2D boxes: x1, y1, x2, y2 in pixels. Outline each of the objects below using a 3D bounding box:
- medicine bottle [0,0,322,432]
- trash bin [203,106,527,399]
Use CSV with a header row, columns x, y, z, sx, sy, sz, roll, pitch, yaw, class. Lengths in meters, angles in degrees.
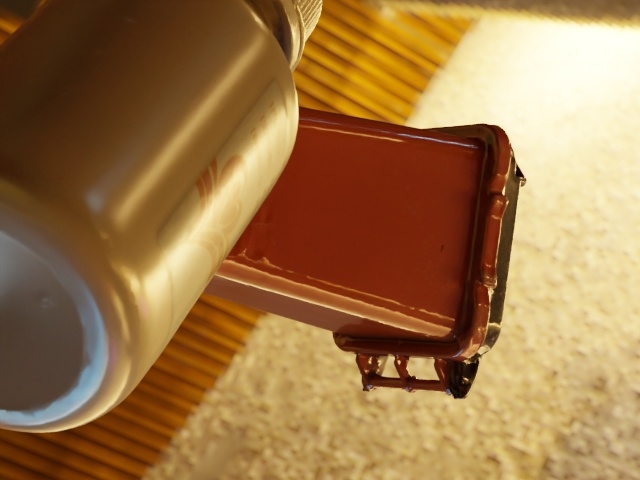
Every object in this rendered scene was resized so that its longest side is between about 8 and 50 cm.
x,y,z,sx,sy,sz,roll,pitch,yaw,class
-0.070,-0.043,0.724,0.114,0.114,0.252,-38,-167,37,medicine bottle
0.000,0.000,1.265,0.161,0.239,0.184,-1,-100,54,trash bin
